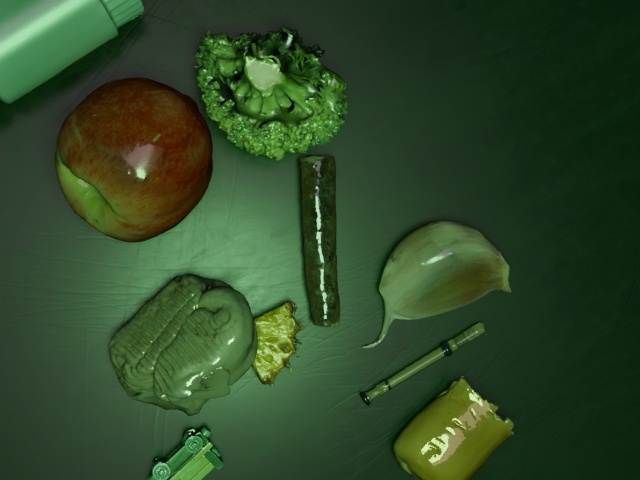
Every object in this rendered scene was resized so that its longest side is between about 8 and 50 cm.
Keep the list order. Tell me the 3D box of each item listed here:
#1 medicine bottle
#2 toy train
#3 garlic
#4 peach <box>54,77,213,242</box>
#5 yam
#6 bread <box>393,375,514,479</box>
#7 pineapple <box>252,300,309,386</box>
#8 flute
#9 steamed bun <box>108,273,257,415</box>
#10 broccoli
[{"bbox_3d":[-0.424,-0.313,1.374,0.318,0.158,0.158,-34,94,-7],"label":"medicine bottle"},{"bbox_3d":[-0.207,0.347,1.458,0.122,0.050,0.081,-41,100,-7],"label":"toy train"},{"bbox_3d":[0.163,0.057,1.500,0.266,0.128,0.148,-23,81,3],"label":"garlic"},{"bbox_3d":[-0.256,-0.128,1.376,0.232,0.232,0.256,51,50,-5],"label":"peach"},{"bbox_3d":[0.000,0.000,1.487,0.061,0.061,0.274,-3,91,-8],"label":"yam"},{"bbox_3d":[0.210,0.318,1.500,0.134,0.085,0.173,43,84,-6],"label":"bread"},{"bbox_3d":[-0.086,0.153,1.475,0.116,0.069,0.137,20,78,-2],"label":"pineapple"},{"bbox_3d":[0.168,0.197,1.524,0.233,0.027,0.027,-30,94,-7],"label":"flute"},{"bbox_3d":[-0.183,0.167,1.402,0.218,0.211,0.144,-51,138,-6],"label":"steamed bun"},{"bbox_3d":[-0.081,-0.231,1.418,0.198,0.176,0.226,-40,110,-11],"label":"broccoli"}]
